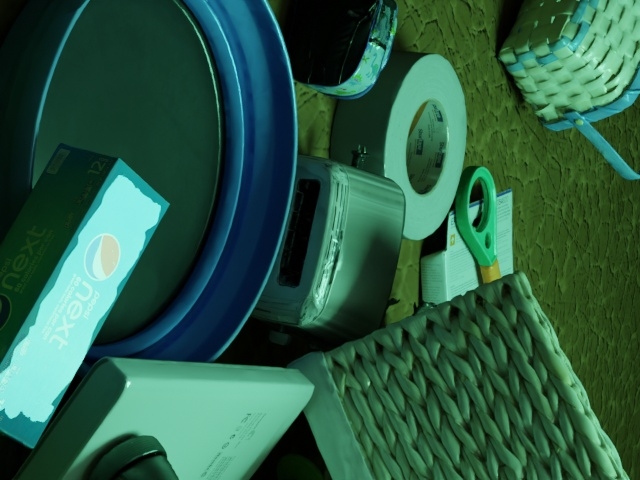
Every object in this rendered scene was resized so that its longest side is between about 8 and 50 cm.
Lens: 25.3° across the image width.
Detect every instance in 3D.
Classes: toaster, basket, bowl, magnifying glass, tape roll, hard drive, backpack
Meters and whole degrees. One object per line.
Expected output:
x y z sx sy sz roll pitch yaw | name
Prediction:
0.000 0.000 1.471 0.146 0.129 0.227 18 85 -58 | toaster
0.162 0.244 1.494 0.331 0.266 0.328 64 2 19 | basket
-0.151 -0.066 1.236 0.391 0.077 0.391 -25 120 -56 | bowl
0.218 0.007 1.877 0.092 0.026 0.231 -51 136 -46 | magnifying glass
0.095 -0.112 1.668 0.219 0.072 0.219 -26 121 -57 | tape roll
0.406 -0.261 2.017 0.289 0.201 0.254 37 62 -23 | basket
-0.144 0.195 1.266 0.203 0.040 0.307 -54 153 12 | hard drive
0.024 -0.206 1.481 0.084 0.105 0.114 24 82 -59 | backpack

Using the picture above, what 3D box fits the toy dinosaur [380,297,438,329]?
0.089 0.127 1.738 0.268 0.064 0.118 9 97 -58 | toy dinosaur

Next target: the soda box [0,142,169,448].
-0.199 0.038 1.038 0.071 0.067 0.210 46 67 -49 | soda box

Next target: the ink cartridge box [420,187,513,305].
0.202 0.052 1.927 0.223 0.045 0.224 -18 110 -58 | ink cartridge box

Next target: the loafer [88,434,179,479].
-0.163 0.279 1.209 0.096 0.084 0.267 -25 146 -35 | loafer

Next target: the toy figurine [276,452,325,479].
-0.047 0.340 1.519 0.159 0.130 0.173 -31 102 -43 | toy figurine
